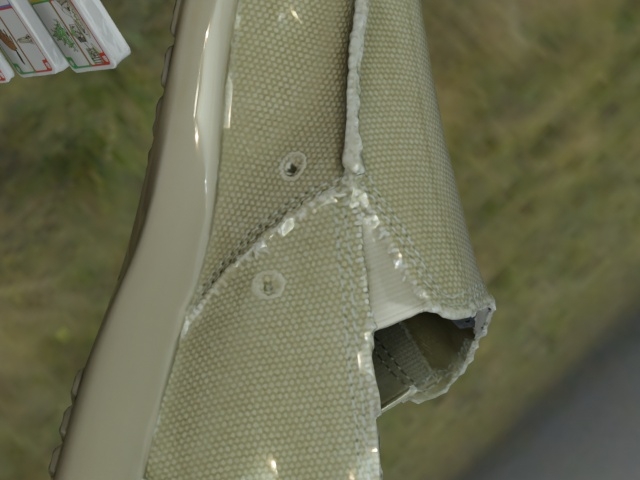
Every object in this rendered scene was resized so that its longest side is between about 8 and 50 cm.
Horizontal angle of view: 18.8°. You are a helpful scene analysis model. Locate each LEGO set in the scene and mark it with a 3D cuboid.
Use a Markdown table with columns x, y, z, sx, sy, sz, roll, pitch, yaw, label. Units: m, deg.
| x | y | z | sx | sy | sz | roll | pitch | yaw | label |
| --- | --- | --- | --- | --- | --- | --- | --- | --- | --- |
| -0.178 | -0.187 | 0.881 | 0.060 | 0.244 | 0.182 | -40 | -161 | -23 | LEGO set |

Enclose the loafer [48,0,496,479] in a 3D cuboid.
| x | y | z | sx | sy | sz | roll | pitch | yaw | label |
| --- | --- | --- | --- | --- | --- | --- | --- | --- | --- |
| 0.000 | 0.000 | 0.484 | 0.102 | 0.092 | 0.269 | 98 | 5 | -70 | loafer |
